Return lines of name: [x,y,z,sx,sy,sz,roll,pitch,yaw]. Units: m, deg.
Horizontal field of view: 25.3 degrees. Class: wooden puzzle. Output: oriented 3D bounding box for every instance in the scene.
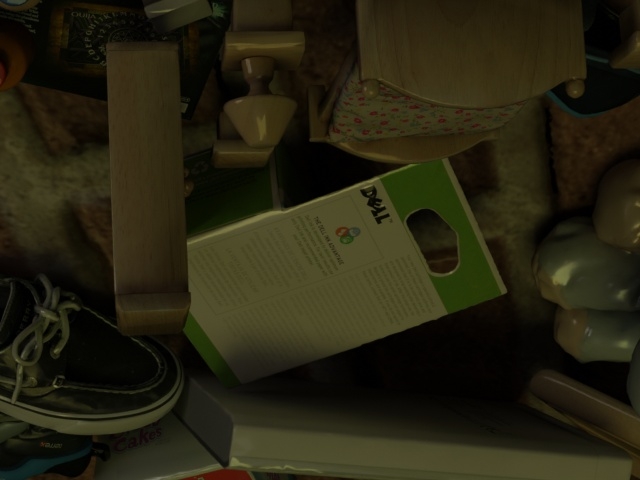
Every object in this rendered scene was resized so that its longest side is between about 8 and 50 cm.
wooden puzzle: [0.322,0.196,1.323,0.044,0.221,0.239,-60,148,-9]

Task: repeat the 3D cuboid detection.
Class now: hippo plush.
hippo plush: [0.332,0.092,1.191,0.294,0.236,0.234,7,135,-14]

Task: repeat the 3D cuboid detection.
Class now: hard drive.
hard drive: [0.062,0.169,1.262,0.353,0.233,0.047,8,93,-18]

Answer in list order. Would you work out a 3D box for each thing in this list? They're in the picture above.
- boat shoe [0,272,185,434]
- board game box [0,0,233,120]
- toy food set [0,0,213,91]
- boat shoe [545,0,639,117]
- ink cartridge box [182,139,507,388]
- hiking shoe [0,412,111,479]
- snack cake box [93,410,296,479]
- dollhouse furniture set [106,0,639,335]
boat shoe: [-0.252,0.077,1.194,0.306,0.113,0.105,21,146,-14]
board game box: [-0.163,-0.157,1.017,0.186,0.026,0.126,12,134,-18]
toy food set: [-0.128,-0.178,0.906,0.232,0.104,0.111,-20,109,1]
boat shoe: [0.157,-0.176,0.992,0.089,0.109,0.258,-20,152,35]
ink cartridge box: [0.000,0.000,1.156,0.255,0.097,0.189,-19,136,11]
hiking shoe: [-0.353,0.192,1.293,0.304,0.113,0.132,-7,128,1]
snack cake box: [-0.106,0.272,1.438,0.152,0.089,0.264,-14,136,10]
dollhouse furniture set: [0.038,-0.032,0.957,0.356,0.173,0.303,-1,170,-8]
